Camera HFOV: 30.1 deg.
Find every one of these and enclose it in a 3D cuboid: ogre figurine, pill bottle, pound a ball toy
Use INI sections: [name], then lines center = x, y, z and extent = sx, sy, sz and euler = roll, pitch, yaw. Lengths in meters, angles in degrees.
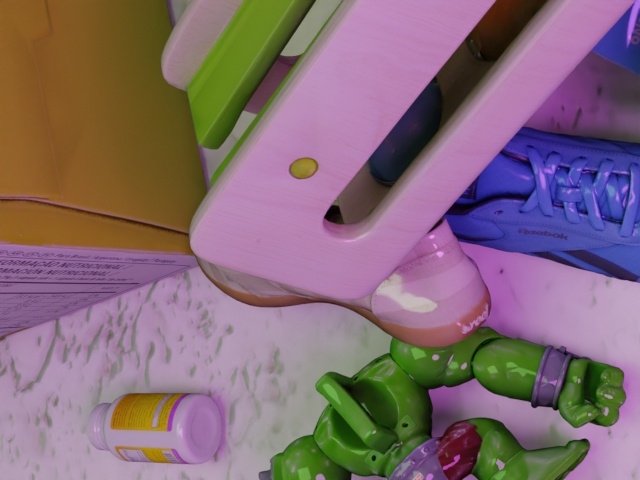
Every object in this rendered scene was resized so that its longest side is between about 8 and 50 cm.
[ogre figurine]
center = 0.053, 0.112, 0.615
extent = 0.118, 0.097, 0.197
euler = 44, 114, 20
[pill bottle]
center = -0.106, 0.117, 0.747
extent = 0.083, 0.043, 0.043
euler = -4, 85, 32
[pound a ball toy]
center = 0.059, -0.152, 0.497
extent = 0.319, 0.135, 0.208
euler = -51, 38, 34

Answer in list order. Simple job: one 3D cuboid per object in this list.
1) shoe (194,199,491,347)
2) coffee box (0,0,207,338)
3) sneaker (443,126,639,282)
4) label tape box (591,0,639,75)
[shoe]
center = 0.000, 0.000, 0.646
extent = 0.219, 0.058, 0.076
euler = 13, 49, 47
[coffee box]
center = -0.315, -0.107, 0.720
extent = 0.334, 0.338, 0.338
euler = -20, 77, 30
[sneaker]
center = 0.116, -0.021, 0.592
extent = 0.209, 0.082, 0.069
euler = 11, 91, 31
[label tape box]
center = 0.071, -0.270, 0.606
extent = 0.347, 0.115, 0.249
euler = 29, 103, 9
